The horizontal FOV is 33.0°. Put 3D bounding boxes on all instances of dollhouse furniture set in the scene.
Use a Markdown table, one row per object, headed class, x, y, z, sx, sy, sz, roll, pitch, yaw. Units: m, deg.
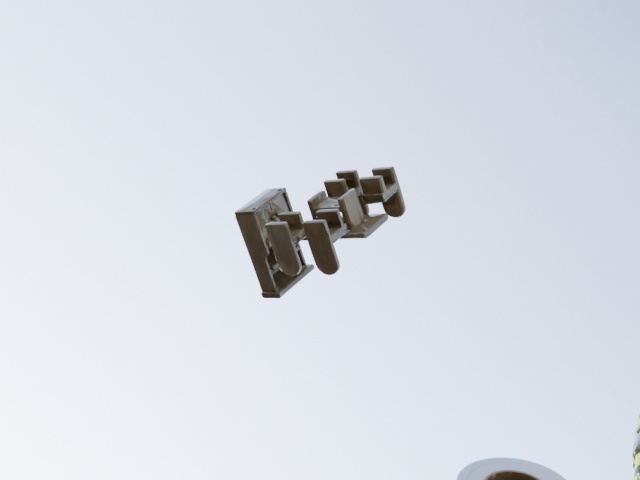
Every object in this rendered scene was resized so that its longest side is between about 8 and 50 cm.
| class | x | y | z | sx | sy | sz | roll | pitch | yaw |
| --- | --- | --- | --- | --- | --- | --- | --- | --- | --- |
| dollhouse furniture set | 0.000 | 0.000 | 1.783 | 0.242 | 0.212 | 0.161 | -2 | -65 | 38 |

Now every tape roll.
| class | x | y | z | sx | sy | sz | roll | pitch | yaw |
| --- | --- | --- | --- | --- | --- | --- | --- | --- | --- |
| tape roll | 0.392 | 0.579 | 2.217 | 0.246 | 0.246 | 0.169 | 14 | -69 | 28 |

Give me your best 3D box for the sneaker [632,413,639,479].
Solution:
| class | x | y | z | sx | sy | sz | roll | pitch | yaw |
| --- | --- | --- | --- | --- | --- | --- | --- | --- | --- |
| sneaker | 0.591 | 0.373 | 1.462 | 0.384 | 0.147 | 0.145 | 27 | -40 | 9 |
